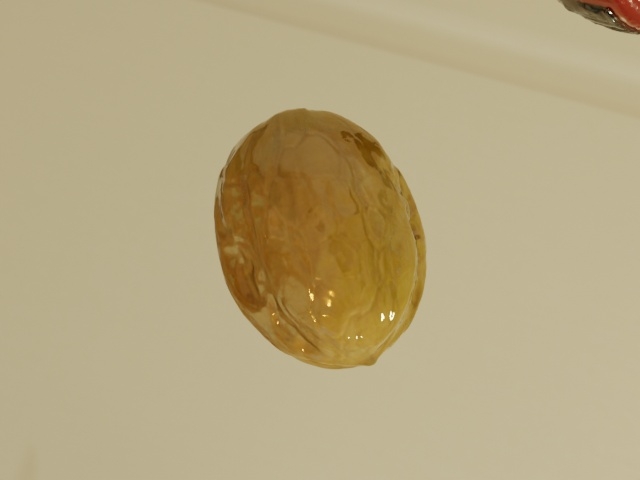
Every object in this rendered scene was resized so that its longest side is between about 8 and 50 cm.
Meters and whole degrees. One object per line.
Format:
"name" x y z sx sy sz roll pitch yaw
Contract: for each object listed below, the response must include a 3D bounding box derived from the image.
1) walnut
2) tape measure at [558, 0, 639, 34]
"walnut" 0.000 0.000 1.277 0.159 0.159 0.207 60 10 -76
"tape measure" 0.284 -0.313 1.487 0.253 0.114 0.260 -1 111 -44
